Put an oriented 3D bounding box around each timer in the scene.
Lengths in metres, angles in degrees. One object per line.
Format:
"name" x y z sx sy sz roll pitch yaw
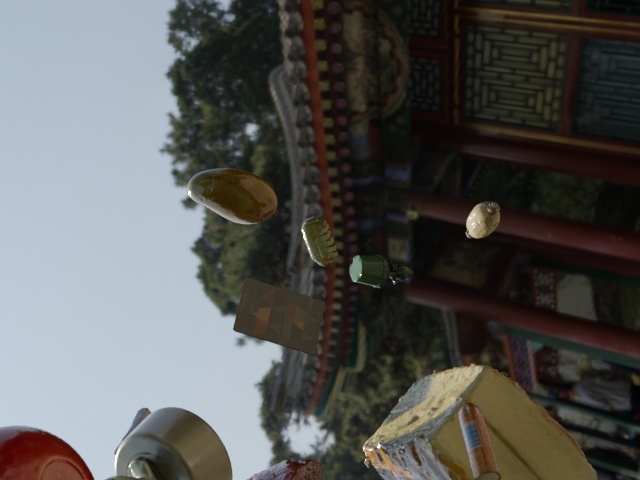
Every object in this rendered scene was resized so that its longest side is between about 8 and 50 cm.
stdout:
"timer" -0.626 0.570 1.645 0.378 0.279 0.378 52 -160 -28
"timer" -0.265 0.360 1.093 0.266 0.175 0.175 -25 -55 -57

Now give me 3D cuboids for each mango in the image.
"mango" -0.216 -0.114 1.980 0.099 0.227 0.136 -87 15 -59

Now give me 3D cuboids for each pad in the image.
"pad" -0.097 0.182 1.921 0.003 0.211 0.143 137 148 -62

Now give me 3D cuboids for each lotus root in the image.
"lotus root" 0.390 -0.051 1.905 0.150 0.062 0.073 120 141 -59

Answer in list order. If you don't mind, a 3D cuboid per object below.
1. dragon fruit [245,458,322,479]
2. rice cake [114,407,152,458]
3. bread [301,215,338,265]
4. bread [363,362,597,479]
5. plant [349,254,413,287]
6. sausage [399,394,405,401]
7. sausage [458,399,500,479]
"dragon fruit" -0.137 0.597 1.571 0.240 0.330 0.302 62 -171 16
"rice cake" -0.453 0.475 1.940 0.047 0.036 0.207 59 -164 -15
"bread" 0.000 0.000 1.354 0.088 0.049 0.034 67 -159 -15
"bread" 0.254 0.365 1.324 0.207 0.279 0.279 -43 -2 -24
"plant" 0.097 0.048 1.203 0.102 0.051 0.051 6 -82 -25
"sausage" 0.202 0.356 1.601 0.041 0.039 0.131 -40 -66 1
"sausage" 0.181 0.230 0.924 0.107 0.031 0.031 -96 -3 -45
